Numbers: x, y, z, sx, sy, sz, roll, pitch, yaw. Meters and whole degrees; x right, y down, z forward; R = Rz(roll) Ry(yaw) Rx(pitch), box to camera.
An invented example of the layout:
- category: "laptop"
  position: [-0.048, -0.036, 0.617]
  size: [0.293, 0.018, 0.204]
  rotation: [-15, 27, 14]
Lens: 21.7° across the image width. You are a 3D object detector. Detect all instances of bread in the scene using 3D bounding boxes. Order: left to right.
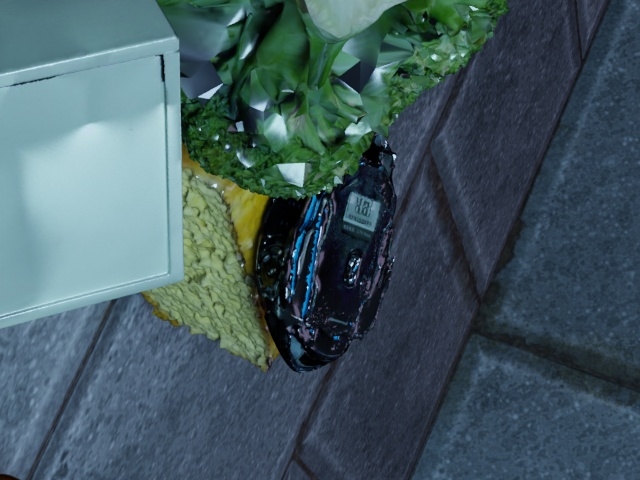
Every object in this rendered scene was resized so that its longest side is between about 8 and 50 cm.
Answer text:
- category: "bread"
  position: [-0.084, -0.046, 1.591]
  size: [0.179, 0.194, 0.340]
  rotation: [-48, 149, -26]

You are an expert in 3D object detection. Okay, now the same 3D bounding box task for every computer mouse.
- category: "computer mouse"
  position: [0.000, 0.000, 1.491]
  size: [0.146, 0.077, 0.242]
  rotation: [23, 82, -54]

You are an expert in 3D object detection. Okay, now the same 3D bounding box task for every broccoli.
- category: "broccoli"
  position: [-0.022, -0.235, 1.347]
  size: [0.321, 0.310, 0.414]
  rotation: [-31, 122, -46]

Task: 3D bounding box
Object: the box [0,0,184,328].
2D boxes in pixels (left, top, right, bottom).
- category: "box"
  position: [-0.221, -0.061, 1.151]
  size: [0.224, 0.117, 0.225]
  rotation: [-15, 136, -18]

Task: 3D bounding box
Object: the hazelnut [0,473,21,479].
- category: "hazelnut"
  position: [-0.291, 0.273, 1.388]
  size: [0.182, 0.182, 0.182]
  rotation: [-56, 157, -38]
